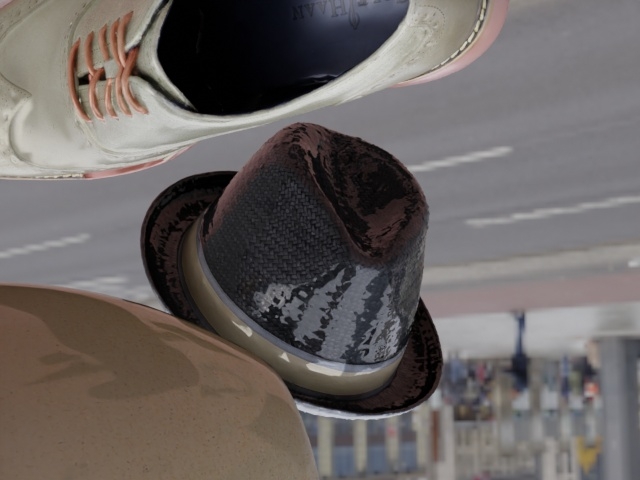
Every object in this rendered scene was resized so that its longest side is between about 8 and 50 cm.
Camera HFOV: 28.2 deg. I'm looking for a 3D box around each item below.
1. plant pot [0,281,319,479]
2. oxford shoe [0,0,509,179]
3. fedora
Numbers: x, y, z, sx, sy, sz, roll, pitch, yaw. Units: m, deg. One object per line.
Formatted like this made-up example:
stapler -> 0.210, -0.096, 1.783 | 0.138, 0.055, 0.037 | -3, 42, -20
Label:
plant pot -> -0.108, 0.148, 0.686 | 0.191, 0.284, 0.284 | -10, 176, -20
oxford shoe -> -0.098, -0.115, 0.740 | 0.397, 0.140, 0.146 | -15, -174, 25
fedora -> 0.000, 0.000, 1.145 | 0.334, 0.334, 0.152 | 5, 126, -35
